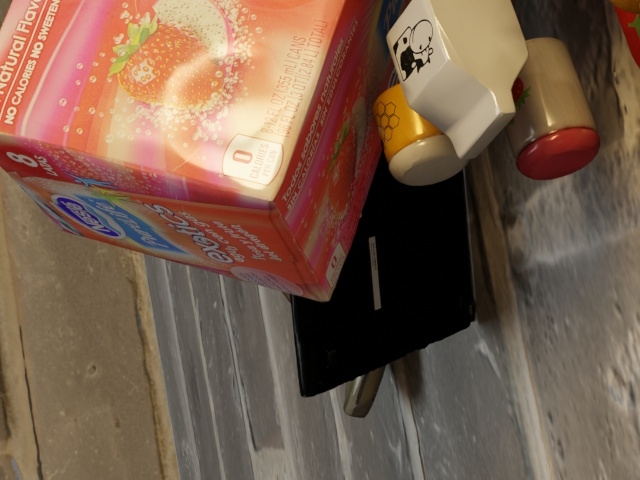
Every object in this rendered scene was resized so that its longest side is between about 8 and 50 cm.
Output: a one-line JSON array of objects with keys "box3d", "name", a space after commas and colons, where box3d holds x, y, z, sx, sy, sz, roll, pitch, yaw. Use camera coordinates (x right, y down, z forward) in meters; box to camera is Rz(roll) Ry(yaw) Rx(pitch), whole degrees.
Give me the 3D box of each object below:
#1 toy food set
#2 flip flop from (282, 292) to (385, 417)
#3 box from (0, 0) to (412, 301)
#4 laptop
[{"box3d": [0.106, -0.063, 0.634, 0.232, 0.111, 0.104, -50, 51, 55], "name": "toy food set"}, {"box3d": [0.000, 0.000, 1.186, 0.112, 0.080, 0.277, 119, 142, -76], "name": "flip flop"}, {"box3d": [-0.030, -0.144, 0.749, 0.142, 0.154, 0.299, 63, -135, -68], "name": "box"}, {"box3d": [0.015, -0.054, 0.982, 0.137, 0.264, 0.234, 2, 104, 39], "name": "laptop"}]
